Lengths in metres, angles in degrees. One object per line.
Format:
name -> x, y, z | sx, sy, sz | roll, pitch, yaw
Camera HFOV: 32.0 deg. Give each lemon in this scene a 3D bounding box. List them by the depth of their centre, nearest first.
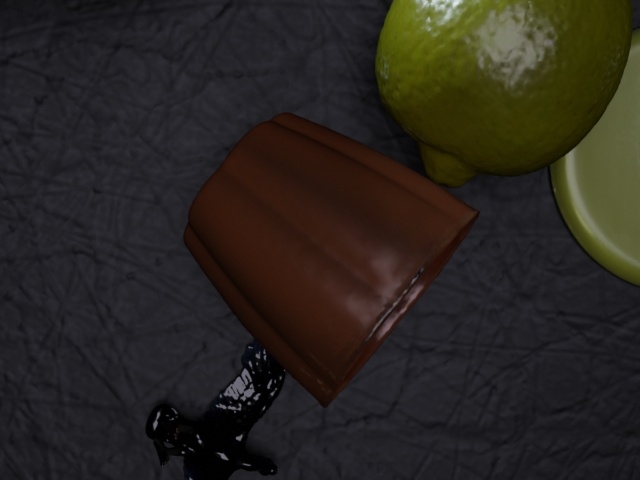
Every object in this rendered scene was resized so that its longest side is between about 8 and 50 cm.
lemon -> 0.143, -0.156, 0.844 | 0.184, 0.184, 0.248 | 27, 91, -4

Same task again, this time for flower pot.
flower pot -> 0.000, 0.000, 0.852 | 0.173, 0.190, 0.190 | 41, 90, 8

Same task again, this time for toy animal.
toy animal -> -0.086, 0.169, 0.910 | 0.108, 0.062, 0.220 | 19, 90, -22

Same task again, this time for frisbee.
frisbee -> 0.309, -0.070, 0.935 | 0.236, 0.017, 0.235 | 0, 93, -3
